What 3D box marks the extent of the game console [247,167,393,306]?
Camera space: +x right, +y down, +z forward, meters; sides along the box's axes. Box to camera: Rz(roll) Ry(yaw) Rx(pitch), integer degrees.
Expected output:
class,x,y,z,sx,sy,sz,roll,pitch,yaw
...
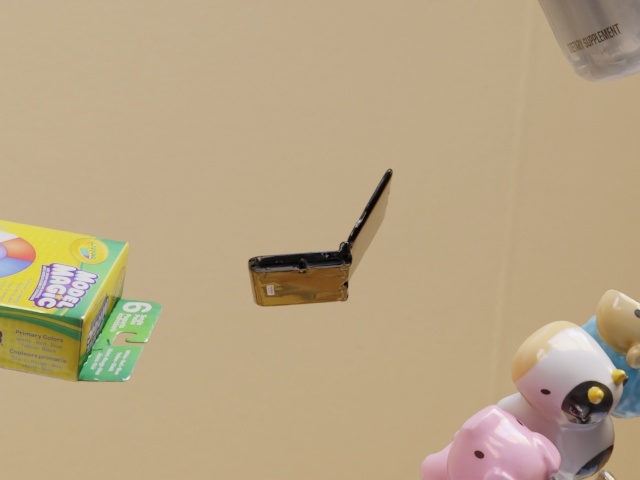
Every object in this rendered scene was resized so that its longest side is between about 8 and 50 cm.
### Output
class,x,y,z,sx,sy,sz,roll,pitch,yaw
game console,0.000,0.000,1.004,0.107,0.122,0.071,-4,-106,-1

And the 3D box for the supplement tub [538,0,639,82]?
class,x,y,z,sx,sy,sz,roll,pitch,yaw
supplement tub,0.175,-0.280,0.794,0.207,0.207,0.338,-29,-85,-31

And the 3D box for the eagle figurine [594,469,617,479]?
class,x,y,z,sx,sy,sz,roll,pitch,yaw
eagle figurine,0.081,0.285,0.545,0.298,0.226,0.225,-37,-53,1

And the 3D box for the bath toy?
class,x,y,z,sx,sy,sz,roll,pitch,yaw
bath toy,0.154,0.179,1.084,0.348,0.129,0.151,-37,-60,-28

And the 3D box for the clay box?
class,x,y,z,sx,sy,sz,roll,pitch,yaw
clay box,-0.223,0.031,0.920,0.222,0.127,0.053,9,-66,2
